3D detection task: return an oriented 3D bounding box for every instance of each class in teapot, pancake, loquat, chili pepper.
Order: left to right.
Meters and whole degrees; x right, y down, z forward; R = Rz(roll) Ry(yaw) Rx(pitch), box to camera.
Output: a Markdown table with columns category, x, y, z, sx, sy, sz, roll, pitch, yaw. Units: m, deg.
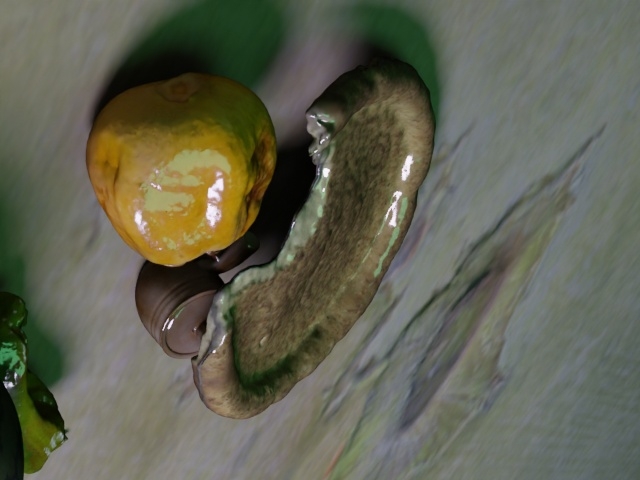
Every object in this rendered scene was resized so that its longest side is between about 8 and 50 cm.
| category | x | y | z | sx | sy | sz | roll | pitch | yaw |
| --- | --- | --- | --- | --- | --- | --- | --- | --- | --- |
| chili pepper | -0.221 | 0.124 | 1.374 | 0.073 | 0.072 | 0.204 | -31 | 142 | -18 |
| loquat | -0.093 | -0.047 | 1.282 | 0.137 | 0.113 | 0.137 | -19 | 120 | -35 |
| teapot | -0.082 | 0.033 | 1.402 | 0.085 | 0.080 | 0.110 | 19 | 113 | -49 |
| pancake | 0.000 | 0.000 | 1.413 | 0.288 | 0.033 | 0.286 | -46 | 155 | -32 |

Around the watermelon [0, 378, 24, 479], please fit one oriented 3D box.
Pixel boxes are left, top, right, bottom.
| category | x | y | z | sx | sy | sz | roll | pitch | yaw |
| --- | --- | --- | --- | --- | --- | --- | --- | --- | --- |
| watermelon | -0.292 | 0.147 | 1.221 | 0.212 | 0.212 | 0.212 | -24 | 140 | -22 |
